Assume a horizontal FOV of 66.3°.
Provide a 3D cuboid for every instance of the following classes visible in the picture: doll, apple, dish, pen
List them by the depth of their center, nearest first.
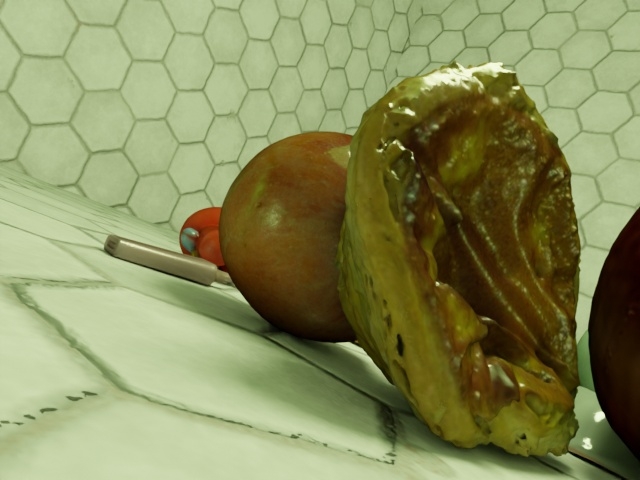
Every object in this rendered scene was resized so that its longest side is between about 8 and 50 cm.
[{"bbox_3d":[0.000,0.000,0.585,0.253,0.253,0.253,23,-4,2],"label":"apple"},{"bbox_3d":[0.366,0.235,0.616,0.229,0.081,0.229,22,-4,1],"label":"dish"},{"bbox_3d":[-0.196,0.033,0.674,0.053,0.032,0.197,17,-4,45],"label":"pen"},{"bbox_3d":[-0.181,0.004,0.904,0.161,0.130,0.290,24,1,-21],"label":"doll"}]

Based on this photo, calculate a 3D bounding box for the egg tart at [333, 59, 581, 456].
[{"bbox_3d":[0.130,0.016,0.447,0.153,0.339,0.351,-7,-16,45],"label":"egg tart"}]

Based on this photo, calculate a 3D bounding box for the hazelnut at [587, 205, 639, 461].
[{"bbox_3d":[0.431,0.082,0.382,0.353,0.421,0.421,-17,-1,-5],"label":"hazelnut"}]

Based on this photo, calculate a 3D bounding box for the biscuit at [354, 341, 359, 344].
[{"bbox_3d":[0.094,0.142,0.801,0.250,0.030,0.160,20,16,31],"label":"biscuit"}]

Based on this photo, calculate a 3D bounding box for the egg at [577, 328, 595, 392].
[{"bbox_3d":[0.628,0.251,0.801,0.389,0.276,0.276,19,-5,32],"label":"egg"}]
